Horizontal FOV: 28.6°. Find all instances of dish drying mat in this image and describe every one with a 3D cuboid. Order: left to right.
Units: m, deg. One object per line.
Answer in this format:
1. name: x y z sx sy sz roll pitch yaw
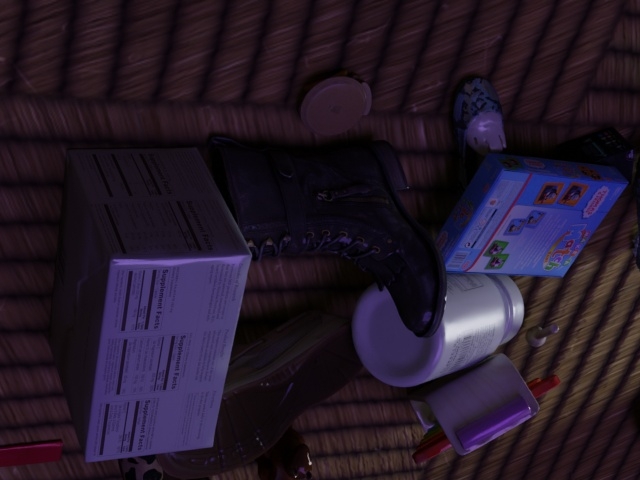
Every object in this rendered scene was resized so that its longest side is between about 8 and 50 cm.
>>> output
1. dish drying mat: -0.357 0.260 1.528 0.083 0.008 0.032 -2 126 -26

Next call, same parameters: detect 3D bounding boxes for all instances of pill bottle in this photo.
1. pill bottle: 0.152 0.097 1.544 0.229 0.131 0.131 -9 134 -53

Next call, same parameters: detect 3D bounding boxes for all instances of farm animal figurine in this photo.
1. farm animal figurine: -0.162 0.336 1.579 0.330 0.172 0.327 19 116 -37

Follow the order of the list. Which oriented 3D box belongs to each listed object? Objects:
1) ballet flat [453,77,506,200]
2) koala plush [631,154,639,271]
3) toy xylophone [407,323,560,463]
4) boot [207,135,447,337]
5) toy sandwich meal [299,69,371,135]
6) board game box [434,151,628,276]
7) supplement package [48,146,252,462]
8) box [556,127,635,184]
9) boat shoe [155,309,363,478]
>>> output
1. ballet flat: 0.196 -0.104 1.487 0.070 0.070 0.188 -21 133 -11
2. koala plush: 0.500 -0.029 1.647 0.196 0.203 0.221 -12 151 11
3. toy xylophone: 0.217 0.197 1.638 0.236 0.081 0.323 -30 175 4
4. boot: 0.000 0.000 1.362 0.229 0.263 0.091 -8 155 -30
5. toy sandwich meal: 0.015 -0.153 1.378 0.085 0.029 0.085 -12 133 -13
6. board game box: 0.251 -0.026 1.518 0.211 0.039 0.160 4 129 -35
7. supplement package: -0.188 0.063 1.322 0.145 0.204 0.262 -2 126 -24
8. box: 0.345 -0.095 1.581 0.083 0.052 0.062 -19 134 -15
9. boat shoe: -0.082 0.175 1.492 0.302 0.098 0.109 -32 127 -28
